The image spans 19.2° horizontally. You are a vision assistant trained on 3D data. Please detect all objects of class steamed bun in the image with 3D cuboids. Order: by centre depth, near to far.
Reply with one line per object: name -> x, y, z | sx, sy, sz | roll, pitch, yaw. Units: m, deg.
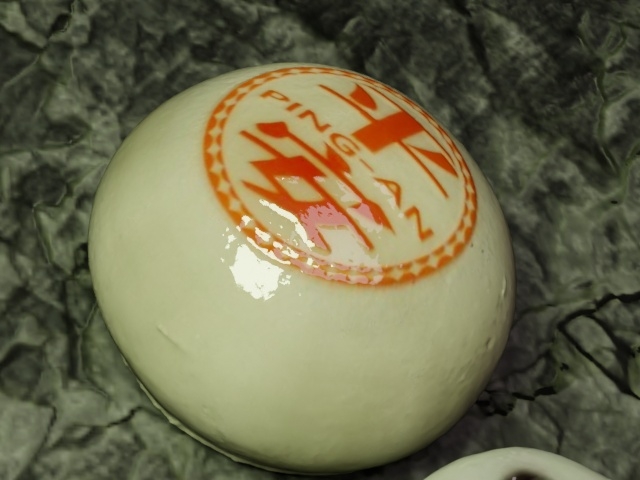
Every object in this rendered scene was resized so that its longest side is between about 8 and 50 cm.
steamed bun -> 0.000, 0.000, 0.977 | 0.231, 0.145, 0.232 | 13, 52, -17

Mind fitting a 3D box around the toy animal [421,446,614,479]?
toy animal -> 0.172, 0.245, 0.866 | 0.257, 0.194, 0.357 | -10, 53, -20
